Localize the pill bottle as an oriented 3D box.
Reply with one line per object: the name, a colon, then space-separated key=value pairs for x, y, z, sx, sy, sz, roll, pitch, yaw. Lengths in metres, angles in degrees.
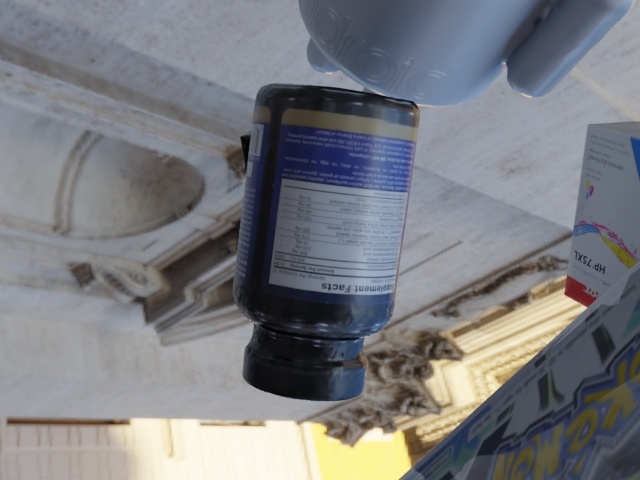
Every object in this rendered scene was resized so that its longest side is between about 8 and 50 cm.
pill bottle: x=0.000 y=0.000 z=0.630 sx=0.123 sy=0.123 sz=0.219 roll=14 pitch=-81 yaw=43

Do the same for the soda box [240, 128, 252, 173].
soda box: x=-0.054 y=-0.059 z=1.075 sx=0.060 sy=0.053 sz=0.169 roll=-3 pitch=-70 yaw=16

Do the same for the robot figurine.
robot figurine: x=0.105 y=-0.247 z=0.668 sx=0.300 sy=0.200 sz=0.353 roll=43 pitch=-37 yaw=11

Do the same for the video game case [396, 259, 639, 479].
video game case: x=0.082 y=0.142 z=0.287 sx=0.329 sy=0.036 sz=0.300 roll=-53 pitch=-171 yaw=37

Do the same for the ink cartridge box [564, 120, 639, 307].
ink cartridge box: x=0.315 y=0.011 z=0.824 sx=0.134 sy=0.078 sz=0.231 roll=-142 pitch=-130 yaw=-60
